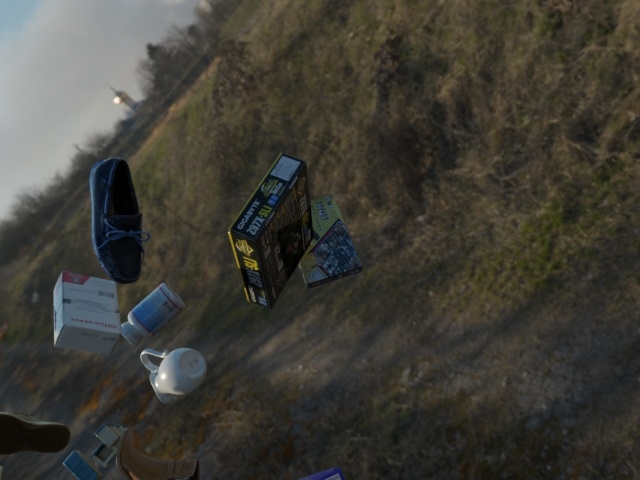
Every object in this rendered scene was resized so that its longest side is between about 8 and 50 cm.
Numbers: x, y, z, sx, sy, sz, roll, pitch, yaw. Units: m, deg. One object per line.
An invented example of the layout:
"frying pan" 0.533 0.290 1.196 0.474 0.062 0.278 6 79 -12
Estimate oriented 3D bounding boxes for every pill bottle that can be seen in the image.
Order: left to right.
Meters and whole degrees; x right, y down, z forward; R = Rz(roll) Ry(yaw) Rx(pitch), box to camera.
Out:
"pill bottle" -0.431 0.191 1.691 0.160 0.087 0.087 -42 17 -7

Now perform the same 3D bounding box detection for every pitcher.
"pitcher" -0.427 0.365 1.899 0.207 0.178 0.125 -37 5 46

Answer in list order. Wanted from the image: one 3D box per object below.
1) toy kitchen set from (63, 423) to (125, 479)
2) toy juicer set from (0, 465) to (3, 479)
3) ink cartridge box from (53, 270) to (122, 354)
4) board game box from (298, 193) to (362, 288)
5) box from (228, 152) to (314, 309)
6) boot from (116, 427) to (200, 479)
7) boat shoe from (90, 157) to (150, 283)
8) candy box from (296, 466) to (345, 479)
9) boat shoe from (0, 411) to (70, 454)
"toy kitchen set" -0.720 0.661 2.088 0.207 0.122 0.166 -49 -14 -10
"toy juicer set" -0.588 0.596 1.264 0.329 0.089 0.209 16 93 57
"ink cartridge box" -0.403 0.125 1.141 0.056 0.099 0.135 -56 36 26
"board game box" 0.000 0.000 1.879 0.165 0.243 0.042 -17 -23 -8
"box" -0.112 -0.014 1.649 0.322 0.079 0.257 84 -151 -55
"boot" -0.316 0.450 1.308 0.152 0.073 0.197 -17 59 1
"boat shoe" -0.409 -0.040 1.334 0.089 0.258 0.109 -12 4 41
"candy box" -0.024 0.698 1.463 0.122 0.317 0.268 -3 -25 -48
"boat shoe" -0.852 0.529 1.840 0.098 0.302 0.109 7 78 43
